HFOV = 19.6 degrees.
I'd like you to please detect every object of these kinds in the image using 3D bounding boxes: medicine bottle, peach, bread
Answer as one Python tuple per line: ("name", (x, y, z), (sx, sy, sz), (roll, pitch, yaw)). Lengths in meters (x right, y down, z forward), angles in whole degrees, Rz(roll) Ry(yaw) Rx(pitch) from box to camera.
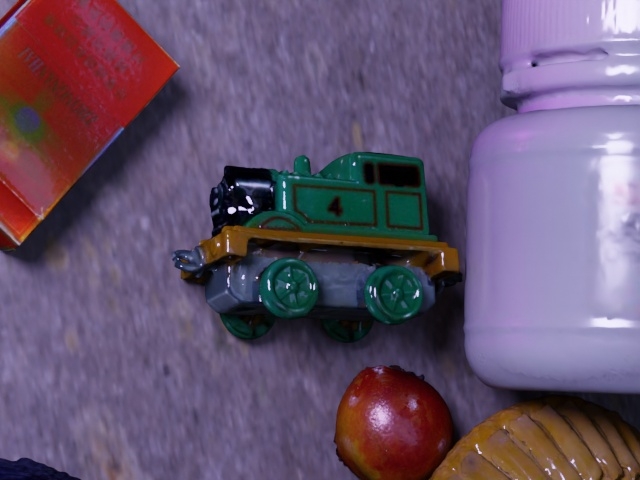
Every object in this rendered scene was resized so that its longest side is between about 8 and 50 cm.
("medicine bottle", (0.235, -0.049, 1.344), (0.256, 0.256, 0.325), (5, 85, -26))
("peach", (0.061, 0.138, 1.358), (0.098, 0.061, 0.098), (-1, 93, -21))
("bread", (0.173, 0.230, 1.357), (0.240, 0.139, 0.240), (-4, 99, -31))

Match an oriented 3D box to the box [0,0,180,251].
("box", (-0.192, -0.093, 1.254), (0.112, 0.048, 0.175), (47, 69, -18))

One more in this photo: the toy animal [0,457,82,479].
("toy animal", (-0.192, 0.198, 1.169), (0.298, 0.185, 0.122), (15, 85, -6))

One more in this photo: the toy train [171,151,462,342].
("toy train", (0.000, 0.000, 1.324), (0.227, 0.091, 0.136), (6, 74, -24))
